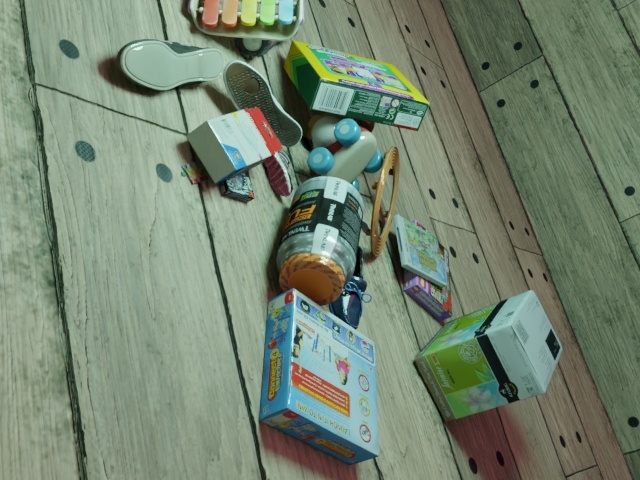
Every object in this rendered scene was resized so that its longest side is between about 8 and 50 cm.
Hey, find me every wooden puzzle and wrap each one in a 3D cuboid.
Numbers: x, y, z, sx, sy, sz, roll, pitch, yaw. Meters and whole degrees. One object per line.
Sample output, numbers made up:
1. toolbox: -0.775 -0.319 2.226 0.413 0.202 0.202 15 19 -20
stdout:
1. wooden puzzle: -0.291 -0.156 1.611 0.049 0.006 0.083 61 31 -2

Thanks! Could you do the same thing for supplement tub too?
1. supplement tub: 0.000 0.000 1.736 0.193 0.193 0.316 45 33 -26

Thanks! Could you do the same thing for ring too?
1. ring: 0.187 -0.118 2.097 0.336 0.032 0.336 10 90 -75

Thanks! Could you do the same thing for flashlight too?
1. flashlight: -0.161 -0.633 2.114 0.304 0.103 0.103 -64 148 -58

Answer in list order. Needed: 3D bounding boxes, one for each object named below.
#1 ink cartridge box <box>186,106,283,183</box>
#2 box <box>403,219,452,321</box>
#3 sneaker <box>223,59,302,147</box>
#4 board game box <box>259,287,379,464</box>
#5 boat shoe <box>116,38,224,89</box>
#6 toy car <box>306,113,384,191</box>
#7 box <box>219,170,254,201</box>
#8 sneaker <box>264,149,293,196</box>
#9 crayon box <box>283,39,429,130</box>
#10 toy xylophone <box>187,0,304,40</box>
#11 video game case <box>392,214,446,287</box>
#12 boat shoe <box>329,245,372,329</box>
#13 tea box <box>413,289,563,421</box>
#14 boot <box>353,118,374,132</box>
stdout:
1. ink cartridge box: -0.200 -0.235 1.686 0.134 0.078 0.231 59 32 -2
2. box: 0.355 0.097 2.319 0.201 0.057 0.293 40 37 -30
3. sneaker: -0.173 -0.367 1.870 0.290 0.106 0.123 49 -4 -36
4. board game box: 0.005 0.313 1.594 0.308 0.086 0.302 38 38 -35
5. boat shoe: -0.366 -0.416 1.649 0.335 0.095 0.112 -20 118 -56
6. toy car: 0.029 -0.281 2.070 0.238 0.210 0.219 46 5 34
7. box: -0.214 -0.167 1.714 0.094 0.027 0.137 14 54 -52
8. sneaker: -0.105 -0.196 1.865 0.075 0.063 0.170 -5 65 -51
9. crayon box: 0.103 -0.473 2.124 0.363 0.106 0.313 7 31 -24
10. toy xylophone: -0.207 -0.647 1.938 0.323 0.081 0.236 -3 53 -11
11. video game case: 0.320 0.034 2.242 0.212 0.023 0.193 27 44 -38
12. boat shoe: 0.076 0.117 1.855 0.109 0.089 0.258 30 43 -41
13. tea box: 0.507 0.341 2.086 0.220 0.323 0.329 63 30 0
14. boot: 0.130 -0.424 2.374 0.073 0.197 0.152 34 1 -31
